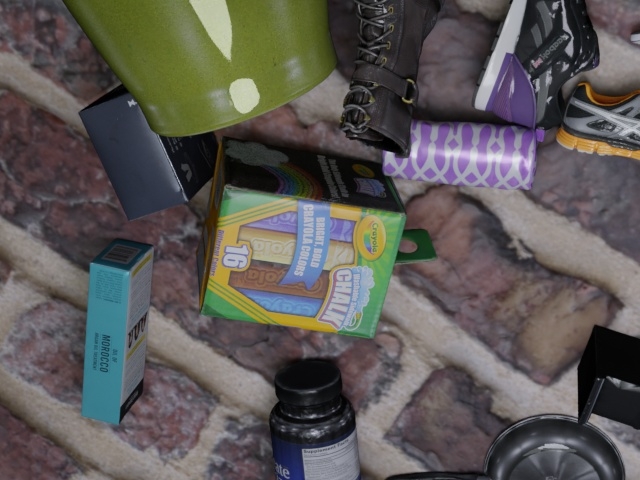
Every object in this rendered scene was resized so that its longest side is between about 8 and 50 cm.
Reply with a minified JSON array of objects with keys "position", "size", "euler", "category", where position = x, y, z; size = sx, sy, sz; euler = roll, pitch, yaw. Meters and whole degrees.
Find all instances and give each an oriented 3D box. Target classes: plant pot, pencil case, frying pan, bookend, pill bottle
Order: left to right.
[{"position":[-0.147,-0.319,1.355],"size":[0.367,0.366,0.352],"euler":[-14,111,17],"category":"plant pot"},{"position":[-0.008,0.287,1.685],"size":[0.123,0.123,0.219],"euler":[-1,110,12],"category":"pill bottle"},{"position":[0.175,-0.114,1.510],"size":[0.206,0.088,0.086],"euler":[9,133,8],"category":"pencil case"},{"position":[0.266,0.321,1.685],"size":[0.326,0.053,0.197],"euler":[14,113,3],"category":"frying pan"},{"position":[0.417,0.193,1.540],"size":[0.157,0.156,0.072],"euler":[17,113,4],"category":"bookend"}]

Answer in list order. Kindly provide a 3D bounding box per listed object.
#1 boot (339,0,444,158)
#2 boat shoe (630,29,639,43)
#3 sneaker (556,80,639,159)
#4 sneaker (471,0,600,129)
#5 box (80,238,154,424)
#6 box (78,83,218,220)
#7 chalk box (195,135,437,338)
[{"position":[0.065,-0.226,1.374],"size":[0.091,0.263,0.228],"euler":[7,78,34],"category":"boot"},{"position":[0.424,-0.241,1.436],"size":[0.100,0.035,0.035],"euler":[-7,107,7],"category":"boat shoe"},{"position":[0.399,-0.141,1.455],"size":[0.215,0.084,0.083],"euler":[8,107,10],"category":"sneaker"},{"position":[0.286,-0.264,1.415],"size":[0.124,0.107,0.283],"euler":[24,123,10],"category":"sneaker"},{"position":[-0.288,0.129,1.695],"size":[0.060,0.100,0.244],"euler":[12,113,9],"category":"box"},{"position":[-0.214,-0.131,1.545],"size":[0.093,0.158,0.156],"euler":[-17,106,20],"category":"box"},{"position":[0.000,0.000,1.521],"size":[0.289,0.180,0.179],"euler":[10,113,-11],"category":"chalk box"}]
